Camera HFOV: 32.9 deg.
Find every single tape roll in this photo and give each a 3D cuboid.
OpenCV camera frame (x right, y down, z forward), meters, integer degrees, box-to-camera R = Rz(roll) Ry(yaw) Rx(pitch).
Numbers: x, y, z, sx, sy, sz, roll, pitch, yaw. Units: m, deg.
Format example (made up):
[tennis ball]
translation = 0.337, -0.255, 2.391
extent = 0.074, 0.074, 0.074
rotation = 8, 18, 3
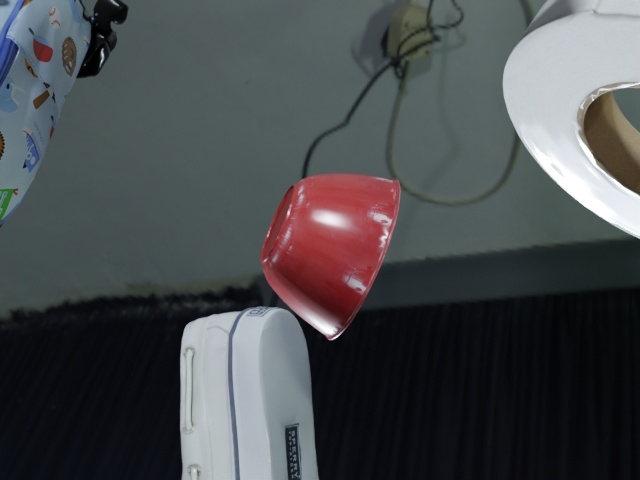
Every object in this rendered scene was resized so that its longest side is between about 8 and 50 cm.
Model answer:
[tape roll]
translation = 0.373, -0.114, 1.110
extent = 0.392, 0.072, 0.392
rotation = 30, 160, 12

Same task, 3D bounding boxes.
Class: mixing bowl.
[mixing bowl]
translation = 0.000, 0.000, 1.115
extent = 0.098, 0.181, 0.181
rotation = 23, 136, -11

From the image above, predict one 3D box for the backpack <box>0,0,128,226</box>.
[backpack]
translation = -0.311, -0.119, 0.789
extent = 0.277, 0.263, 0.213
rotation = -6, 150, 14

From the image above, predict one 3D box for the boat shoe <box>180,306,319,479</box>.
[boat shoe]
translation = -0.058, 0.180, 0.738
extent = 0.088, 0.267, 0.096
rotation = -6, 176, 27
